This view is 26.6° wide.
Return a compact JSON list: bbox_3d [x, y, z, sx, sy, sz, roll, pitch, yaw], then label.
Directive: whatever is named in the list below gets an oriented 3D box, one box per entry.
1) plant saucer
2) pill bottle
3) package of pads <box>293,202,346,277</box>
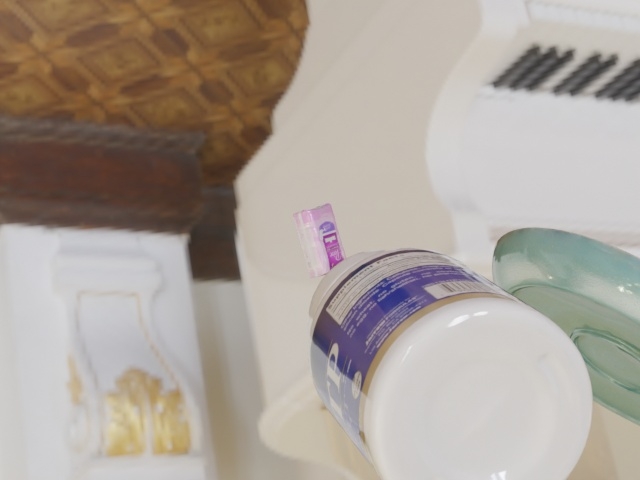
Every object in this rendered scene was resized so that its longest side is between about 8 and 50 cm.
[{"bbox_3d":[0.290,0.104,1.281,0.318,0.043,0.317,32,162,12],"label":"plant saucer"},{"bbox_3d":[0.054,0.064,0.707,0.112,0.112,0.187,-5,-168,-12],"label":"pill bottle"},{"bbox_3d":[0.000,0.000,1.615,0.032,0.083,0.050,-14,-178,40],"label":"package of pads"}]
